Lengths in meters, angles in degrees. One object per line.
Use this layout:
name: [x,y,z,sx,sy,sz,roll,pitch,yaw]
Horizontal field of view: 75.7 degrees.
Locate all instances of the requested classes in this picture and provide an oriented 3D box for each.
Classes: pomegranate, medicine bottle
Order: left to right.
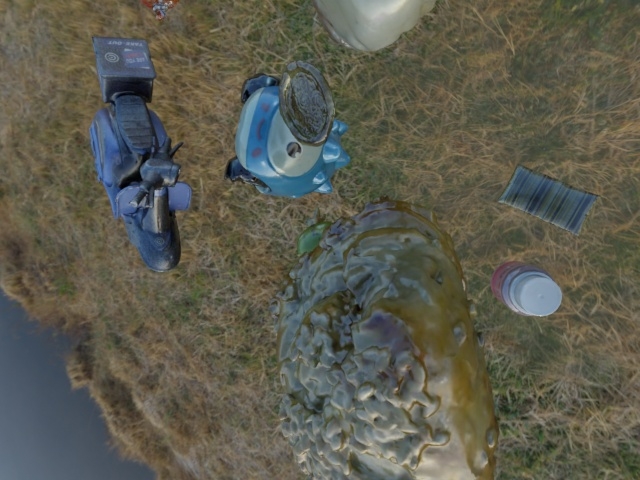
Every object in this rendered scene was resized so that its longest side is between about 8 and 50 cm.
pomegranate: [0.004,0.000,1.304,0.156,0.220,0.156,-1,118,-1]
medicine bottle: [0.574,0.136,1.155,0.146,0.247,0.147,0,92,10]

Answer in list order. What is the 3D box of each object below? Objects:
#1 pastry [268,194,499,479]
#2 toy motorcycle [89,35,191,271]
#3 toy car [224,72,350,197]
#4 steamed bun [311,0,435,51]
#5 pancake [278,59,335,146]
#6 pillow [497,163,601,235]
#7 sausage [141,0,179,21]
pastry: [0.040,0.103,0.417,0.255,0.161,0.311,125,149,-42]
toy motorcycle: [-0.289,-0.126,0.661,0.213,0.125,0.359,-49,58,55]
toy car: [-0.043,-0.168,0.736,0.189,0.255,0.189,14,92,14]
steamed bun: [0.068,-0.338,0.282,0.219,0.310,0.324,35,138,-13]
pancake: [-0.021,-0.181,0.552,0.114,0.011,0.115,28,129,40]
pillow: [0.559,-0.103,1.019,0.203,0.038,0.113,30,91,21]
sausage: [-0.304,-0.554,0.738,0.092,0.093,0.313,-6,94,29]
